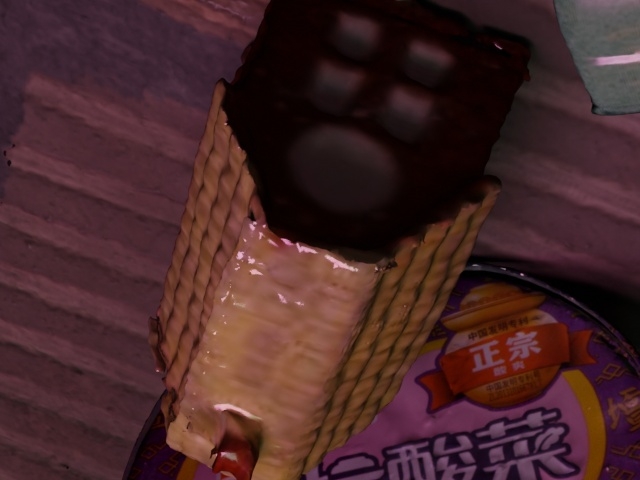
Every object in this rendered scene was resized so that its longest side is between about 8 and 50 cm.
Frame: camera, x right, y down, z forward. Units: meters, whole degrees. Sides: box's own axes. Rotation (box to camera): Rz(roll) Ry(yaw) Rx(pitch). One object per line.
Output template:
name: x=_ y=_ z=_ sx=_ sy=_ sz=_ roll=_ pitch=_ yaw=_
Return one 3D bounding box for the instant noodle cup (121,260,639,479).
instant noodle cup: x=0.070 y=0.221 z=0.916 sx=0.339 sy=0.340 sz=0.266 roll=-1 pitch=137 yaw=21

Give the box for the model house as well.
model house: x=0.000 y=0.000 z=0.781 sx=0.160 sy=0.254 sz=0.196 roll=20 pitch=134 yaw=-2

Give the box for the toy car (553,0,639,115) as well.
toy car: x=0.261 y=-0.138 z=0.671 sx=0.320 sy=0.097 sz=0.141 roll=-8 pitch=126 yaw=25
